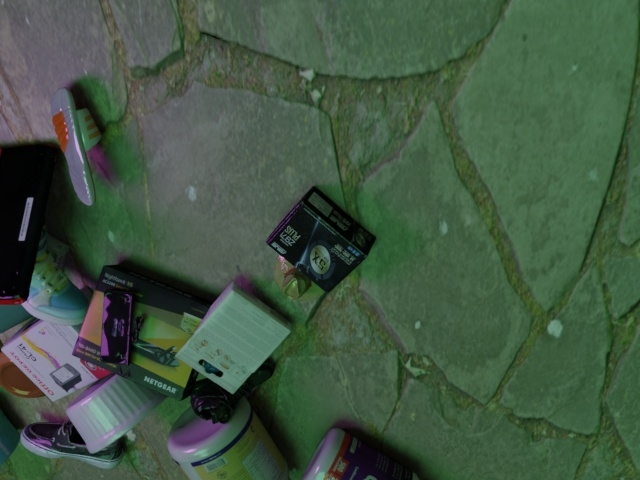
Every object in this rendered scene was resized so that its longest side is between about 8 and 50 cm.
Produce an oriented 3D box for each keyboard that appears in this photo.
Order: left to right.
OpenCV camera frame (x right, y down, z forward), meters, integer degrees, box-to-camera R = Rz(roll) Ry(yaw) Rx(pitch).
[{"bbox_3d":[-0.478,0.212,1.642,0.108,0.023,0.180,3,91,15],"label":"keyboard"}]

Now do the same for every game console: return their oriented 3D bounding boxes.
[{"bbox_3d":[-0.789,-0.039,1.600,0.342,0.386,0.060,-1,164,19],"label":"game console"}]

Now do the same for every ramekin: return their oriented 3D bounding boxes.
[{"bbox_3d":[-0.541,0.425,1.816,0.277,0.277,0.135,-32,98,34],"label":"ramekin"}]

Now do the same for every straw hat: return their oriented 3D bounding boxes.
[{"bbox_3d":[-0.056,0.099,1.542,0.145,0.061,0.144,11,124,16],"label":"straw hat"}]

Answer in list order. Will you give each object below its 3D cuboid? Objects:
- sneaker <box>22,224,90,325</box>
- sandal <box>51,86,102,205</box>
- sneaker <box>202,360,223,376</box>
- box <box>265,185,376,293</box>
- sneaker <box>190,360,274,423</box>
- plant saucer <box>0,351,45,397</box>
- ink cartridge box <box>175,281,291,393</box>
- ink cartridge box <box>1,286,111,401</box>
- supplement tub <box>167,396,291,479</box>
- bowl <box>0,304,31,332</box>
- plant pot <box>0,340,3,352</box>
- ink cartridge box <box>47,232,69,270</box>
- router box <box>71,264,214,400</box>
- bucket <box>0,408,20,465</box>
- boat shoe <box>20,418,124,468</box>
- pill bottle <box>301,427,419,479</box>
[{"bbox_3d":[-0.689,0.065,1.669,0.319,0.127,0.208,34,127,-3],"label":"sneaker"},{"bbox_3d":[-0.533,-0.213,1.525,0.102,0.076,0.265,9,115,44],"label":"sandal"},{"bbox_3d":[-0.254,0.298,1.751,0.085,0.058,0.152,34,115,-17],"label":"sneaker"},{"bbox_3d":[0.000,0.000,1.447,0.180,0.077,0.147,40,127,-6],"label":"box"},{"bbox_3d":[-0.216,0.387,1.703,0.228,0.130,0.087,-20,130,-3],"label":"sneaker"},{"bbox_3d":[-0.902,0.413,2.061,0.200,0.037,0.199,2,123,3],"label":"plant saucer"},{"bbox_3d":[-0.208,0.236,1.627,0.181,0.056,0.224,38,104,-16],"label":"ink cartridge box"},{"bbox_3d":[-0.697,0.294,1.878,0.306,0.131,0.226,-29,107,31],"label":"ink cartridge box"},{"bbox_3d":[-0.231,0.598,1.814,0.241,0.241,0.331,-15,114,29],"label":"supplement tub"},{"bbox_3d":[-0.943,0.152,1.825,0.312,0.163,0.311,19,139,17],"label":"bowl"},{"bbox_3d":[-1.206,0.405,2.012,0.367,0.353,0.366,10,123,16],"label":"plant pot"},{"bbox_3d":[-0.793,0.024,1.792,0.235,0.056,0.171,32,127,2],"label":"ink cartridge box"},{"bbox_3d":[-0.430,0.225,1.687,0.309,0.081,0.242,20,92,9],"label":"router box"},{"bbox_3d":[-1.139,0.652,2.203,0.281,0.281,0.183,-17,116,30],"label":"bucket"},{"bbox_3d":[-0.779,0.616,2.137,0.335,0.121,0.119,11,117,2],"label":"boat shoe"},{"bbox_3d":[0.126,0.631,1.730,0.323,0.181,0.181,30,127,2],"label":"pill bottle"}]
